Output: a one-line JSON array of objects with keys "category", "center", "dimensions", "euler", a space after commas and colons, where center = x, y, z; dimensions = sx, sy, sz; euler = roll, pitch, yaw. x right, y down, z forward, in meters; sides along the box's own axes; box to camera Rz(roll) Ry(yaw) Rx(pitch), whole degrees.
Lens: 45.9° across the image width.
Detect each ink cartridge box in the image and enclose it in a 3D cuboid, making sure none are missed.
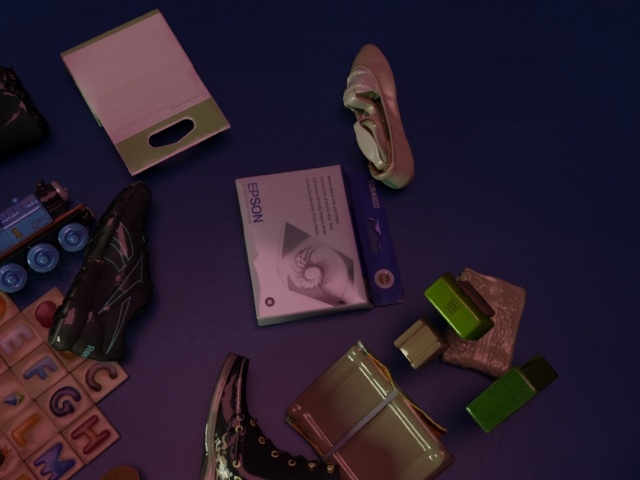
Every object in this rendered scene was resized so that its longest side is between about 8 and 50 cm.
[{"category": "ink cartridge box", "center": [0.000, 0.000, 1.111], "dimensions": [0.224, 0.045, 0.223], "euler": [-9, 72, -8]}, {"category": "ink cartridge box", "center": [-0.267, -0.222, 1.160], "dimensions": [0.171, 0.056, 0.235], "euler": [-29, 79, -13]}]

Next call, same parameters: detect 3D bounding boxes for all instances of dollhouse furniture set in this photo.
[{"category": "dollhouse furniture set", "center": [0.134, 0.210, 1.033], "dimensions": [0.301, 0.151, 0.197], "euler": [-45, 72, 16]}]

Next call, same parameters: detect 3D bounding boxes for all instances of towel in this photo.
[{"category": "towel", "center": [0.237, 0.120, 1.100], "dimensions": [0.110, 0.027, 0.148], "euler": [17, 71, 2]}]

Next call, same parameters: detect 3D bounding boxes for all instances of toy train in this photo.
[{"category": "toy train", "center": [-0.406, -0.008, 1.042], "dimensions": [0.184, 0.080, 0.105], "euler": [-36, 120, -16]}]

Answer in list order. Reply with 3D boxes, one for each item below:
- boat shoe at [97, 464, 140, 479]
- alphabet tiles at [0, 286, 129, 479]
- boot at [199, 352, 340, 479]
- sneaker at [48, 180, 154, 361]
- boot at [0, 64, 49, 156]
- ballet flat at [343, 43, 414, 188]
[{"category": "boat shoe", "center": [-0.282, 0.369, 0.956], "dimensions": [0.063, 0.059, 0.170], "euler": [21, 59, 17]}, {"category": "alphabet tiles", "center": [-0.448, 0.230, 1.014], "dimensions": [0.342, 0.011, 0.285], "euler": [-39, 78, -16]}, {"category": "boot", "center": [-0.060, 0.273, 0.986], "dimensions": [0.179, 0.085, 0.236], "euler": [6, 78, 4]}, {"category": "sneaker", "center": [-0.285, 0.043, 1.062], "dimensions": [0.106, 0.101, 0.267], "euler": [27, 66, -22]}, {"category": "boot", "center": [-0.492, -0.124, 1.086], "dimensions": [0.207, 0.094, 0.246], "euler": [-26, 69, -9]}, {"category": "ballet flat", "center": [0.080, -0.196, 1.159], "dimensions": [0.086, 0.086, 0.248], "euler": [-13, 72, -9]}]
